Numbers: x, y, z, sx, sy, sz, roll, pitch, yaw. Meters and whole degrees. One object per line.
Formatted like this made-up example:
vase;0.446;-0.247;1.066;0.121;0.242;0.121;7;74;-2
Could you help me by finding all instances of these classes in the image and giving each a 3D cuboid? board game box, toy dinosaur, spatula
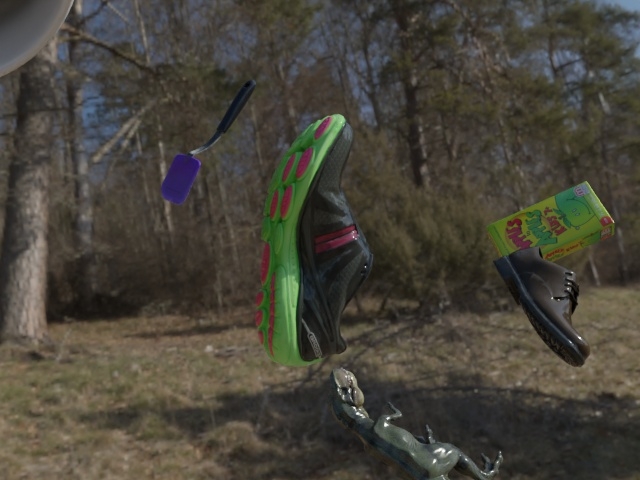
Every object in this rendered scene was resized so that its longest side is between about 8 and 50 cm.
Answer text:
board game box;0.379;-0.016;1.325;0.181;0.092;0.043;-25;-33;4
toy dinosaur;0.116;0.226;0.814;0.118;0.268;0.064;6;-66;-55
spatula;-0.213;-0.199;1.554;0.084;0.296;0.030;21;-21;40

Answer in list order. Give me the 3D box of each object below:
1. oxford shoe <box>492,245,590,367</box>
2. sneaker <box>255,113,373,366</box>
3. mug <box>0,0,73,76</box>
oxford shoe;0.330;0.081;1.136;0.096;0.227;0.083;-29;-48;7
sneaker;0.000;0.000;1.540;0.202;0.482;0.185;7;4;-25
mug;-0.352;-0.376;0.728;0.276;0.328;0.374;13;-57;-28
